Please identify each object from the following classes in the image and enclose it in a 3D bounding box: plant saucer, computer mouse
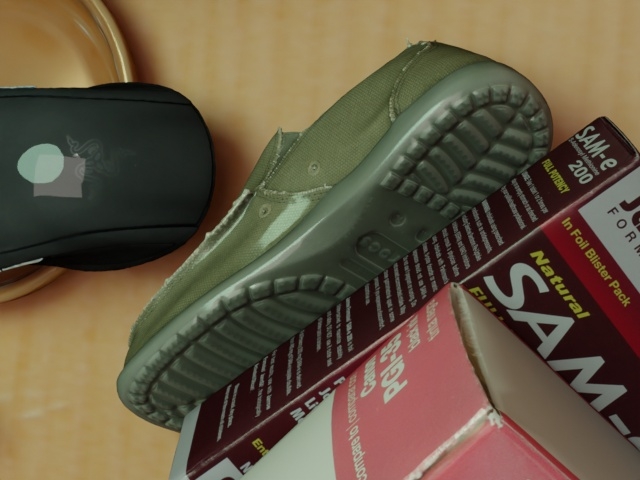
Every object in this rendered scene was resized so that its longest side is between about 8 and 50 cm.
[{"bbox_3d":[-0.185,-0.062,0.659,0.200,0.037,0.200,-1,86,18],"label":"plant saucer"},{"bbox_3d":[-0.183,0.009,0.601,0.262,0.060,0.184,0,85,18],"label":"computer mouse"}]

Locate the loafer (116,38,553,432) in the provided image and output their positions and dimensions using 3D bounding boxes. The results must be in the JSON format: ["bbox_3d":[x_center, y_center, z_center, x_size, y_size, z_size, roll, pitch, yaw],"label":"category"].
[{"bbox_3d":[0.000,0.000,0.579,0.251,0.094,0.087,-40,37,15],"label":"loafer"}]

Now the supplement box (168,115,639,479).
[{"bbox_3d":[0.067,0.072,0.523,0.239,0.073,0.130,-37,104,12],"label":"supplement box"}]

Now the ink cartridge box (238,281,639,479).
[{"bbox_3d":[0.024,0.190,0.463,0.207,0.117,0.283,42,104,-15],"label":"ink cartridge box"}]
